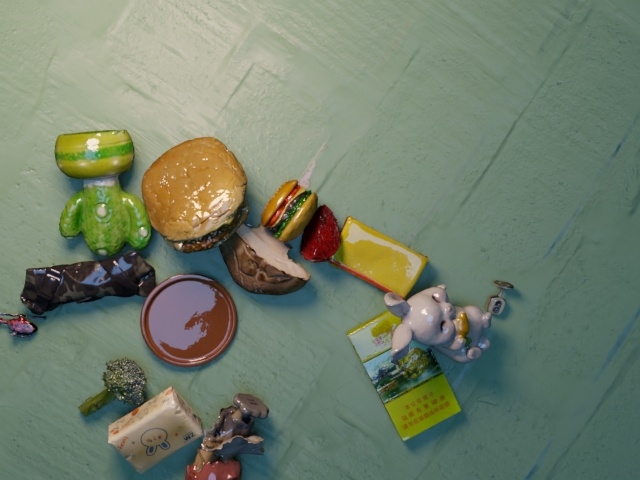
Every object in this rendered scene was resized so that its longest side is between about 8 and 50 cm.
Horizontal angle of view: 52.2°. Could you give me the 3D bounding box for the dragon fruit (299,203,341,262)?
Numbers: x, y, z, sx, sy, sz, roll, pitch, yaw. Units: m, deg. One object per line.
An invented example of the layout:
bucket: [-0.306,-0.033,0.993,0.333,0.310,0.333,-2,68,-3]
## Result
dragon fruit: [0.000,0.000,1.702,0.083,0.106,0.162,20,61,-27]

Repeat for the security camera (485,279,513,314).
security camera: [0.486,0.159,1.778,0.058,0.058,0.092,12,102,-6]

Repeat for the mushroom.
mushroom: [-0.173,0.051,1.684,0.285,0.156,0.151,41,117,-3]

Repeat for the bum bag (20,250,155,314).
bum bag: [-0.588,0.104,1.653,0.340,0.095,0.144,-9,125,-4]

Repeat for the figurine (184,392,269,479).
figurine: [-0.266,0.583,1.703,0.207,0.166,0.387,22,100,-51]

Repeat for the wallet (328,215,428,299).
wallet: [0.148,0.049,1.736,0.241,0.067,0.141,28,96,-2]

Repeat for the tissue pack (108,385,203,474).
tissue pack: [-0.422,0.489,1.684,0.196,0.092,0.148,-33,119,-3]

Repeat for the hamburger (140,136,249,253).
hamburger: [-0.300,-0.112,1.585,0.259,0.145,0.283,-33,65,-7]

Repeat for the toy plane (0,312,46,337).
toy plane: [-0.785,0.213,1.678,0.145,0.037,0.060,12,89,-7]

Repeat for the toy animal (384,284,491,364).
toy animal: [0.293,0.219,1.672,0.325,0.154,0.209,-3,81,-28]

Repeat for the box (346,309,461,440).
box: [0.227,0.354,1.770,0.186,0.047,0.335,-27,95,-2]

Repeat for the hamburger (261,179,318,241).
hamburger: [-0.078,-0.075,1.656,0.115,0.162,0.162,36,91,-3]

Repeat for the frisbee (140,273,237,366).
frisbee: [-0.343,0.209,1.709,0.250,0.021,0.251,-1,98,-10]

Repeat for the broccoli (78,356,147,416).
broccoli: [-0.542,0.393,1.686,0.204,0.122,0.118,-38,54,15]

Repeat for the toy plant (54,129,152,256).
toy plant: [-0.544,-0.111,1.614,0.224,0.184,0.316,-8,104,-8]
